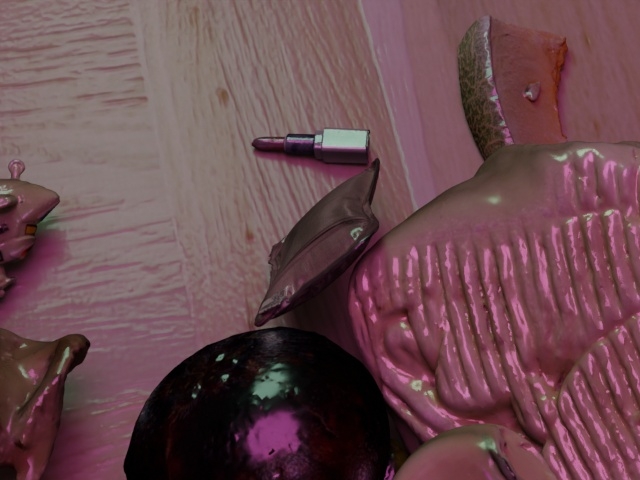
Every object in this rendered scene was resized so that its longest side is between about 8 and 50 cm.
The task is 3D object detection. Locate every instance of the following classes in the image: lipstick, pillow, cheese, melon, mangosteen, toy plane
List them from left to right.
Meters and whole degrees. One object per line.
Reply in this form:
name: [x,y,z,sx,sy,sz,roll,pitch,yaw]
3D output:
toy plane: [-0.353,0.023,1.610,0.286,0.092,0.108,-22,89,-14]
mangosteen: [-0.042,0.178,1.469,0.216,0.216,0.216,0,62,-1]
lipstick: [-0.009,-0.086,1.700,0.107,0.025,0.025,2,61,8]
pillow: [0.000,0.000,1.556,0.131,0.232,0.038,-42,100,14]
cheese: [0.083,0.234,1.397,0.227,0.064,0.137,-46,56,26]
melon: [0.178,-0.114,1.713,0.098,0.054,0.182,10,61,-13]

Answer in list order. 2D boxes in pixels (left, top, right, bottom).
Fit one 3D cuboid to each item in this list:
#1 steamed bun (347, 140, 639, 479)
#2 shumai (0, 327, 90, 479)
steamed bun: [0.231,0.094,1.493,0.394,0.237,0.346,20,98,26]
shumai: [-0.329,0.091,1.491,0.314,0.262,0.267,28,102,33]
